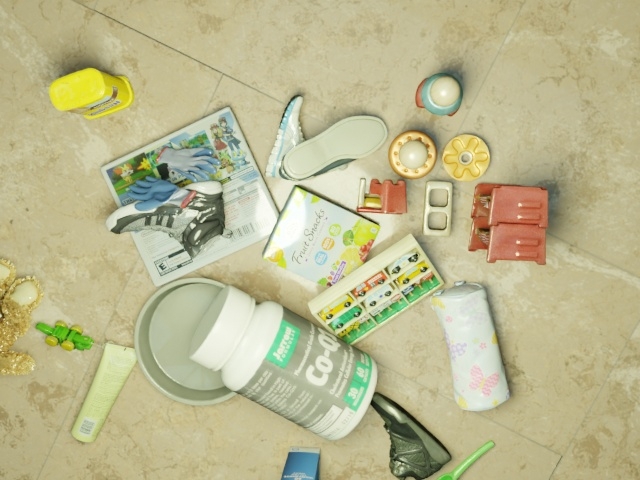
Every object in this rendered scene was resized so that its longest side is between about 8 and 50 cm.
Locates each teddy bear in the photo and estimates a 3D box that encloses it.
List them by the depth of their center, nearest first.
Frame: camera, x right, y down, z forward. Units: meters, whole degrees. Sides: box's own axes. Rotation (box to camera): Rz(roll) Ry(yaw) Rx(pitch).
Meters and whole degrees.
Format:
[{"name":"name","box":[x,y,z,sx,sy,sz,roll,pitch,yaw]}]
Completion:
[{"name":"teddy bear","box":[-0.748,0.208,1.582,0.245,0.113,0.338,12,93,7]}]

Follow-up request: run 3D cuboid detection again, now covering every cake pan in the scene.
[{"name":"cake pan","box":[-0.274,0.226,1.574,0.293,0.054,0.293,0,95,4]}]

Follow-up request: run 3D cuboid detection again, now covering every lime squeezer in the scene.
[{"name":"lime squeezer","box":[0.294,0.586,1.568,0.110,0.059,0.310,19,96,2]}]

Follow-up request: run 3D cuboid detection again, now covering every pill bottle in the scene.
[{"name":"pill bottle","box":[-0.079,0.253,1.448,0.361,0.204,0.204,31,97,-15]}]

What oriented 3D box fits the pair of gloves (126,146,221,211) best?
[{"name":"pair of gloves","box":[-0.309,-0.129,1.454,0.159,0.023,0.198,14,55,26]}]

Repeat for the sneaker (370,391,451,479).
[{"name":"sneaker","box":[0.172,0.449,1.547,0.130,0.087,0.227,-45,96,1]}]

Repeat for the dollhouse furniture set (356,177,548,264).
[{"name":"dollhouse furniture set","box":[0.260,-0.045,1.435,0.374,0.201,0.152,3,96,3]}]

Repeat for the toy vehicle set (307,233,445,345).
[{"name":"toy vehicle set","box":[0.123,0.115,1.494,0.267,0.035,0.166,-35,134,7]}]

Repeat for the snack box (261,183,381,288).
[{"name":"snack box","box":[0.000,0.000,1.508,0.207,0.070,0.174,24,97,-9]}]

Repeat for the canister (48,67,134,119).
[{"name":"canister","box":[-0.486,-0.313,1.478,0.126,0.170,0.073,-18,94,6]}]

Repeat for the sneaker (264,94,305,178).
[{"name":"sneaker","box":[-0.058,-0.221,1.514,0.083,0.071,0.191,16,104,-5]}]

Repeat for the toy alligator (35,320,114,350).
[{"name":"toy alligator","box":[-0.567,0.234,1.601,0.189,0.056,0.051,16,137,2]}]

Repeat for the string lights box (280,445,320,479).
[{"name":"string lights box","box":[-0.045,0.556,1.487,0.076,0.260,0.133,2,95,4]}]

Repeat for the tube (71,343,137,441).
[{"name":"tube","box":[-0.500,0.349,1.601,0.062,0.070,0.240,28,98,8]}]

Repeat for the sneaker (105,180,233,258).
[{"name":"sneaker","box":[-0.323,-0.025,1.492,0.268,0.101,0.153,-18,92,4]}]

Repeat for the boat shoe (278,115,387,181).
[{"name":"boat shoe","box":[0.026,-0.192,1.483,0.254,0.079,0.095,-31,94,-19]}]

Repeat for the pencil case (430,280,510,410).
[{"name":"pencil case","box":[0.325,0.230,1.502,0.124,0.113,0.273,-14,94,13]}]

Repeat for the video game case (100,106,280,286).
[{"name":"video game case","box":[-0.286,-0.095,1.554,0.329,0.036,0.300,-24,94,7]}]

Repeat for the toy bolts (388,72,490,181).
[{"name":"toy bolts","box":[0.261,-0.230,1.437,0.218,0.158,0.228,11,96,3]}]
